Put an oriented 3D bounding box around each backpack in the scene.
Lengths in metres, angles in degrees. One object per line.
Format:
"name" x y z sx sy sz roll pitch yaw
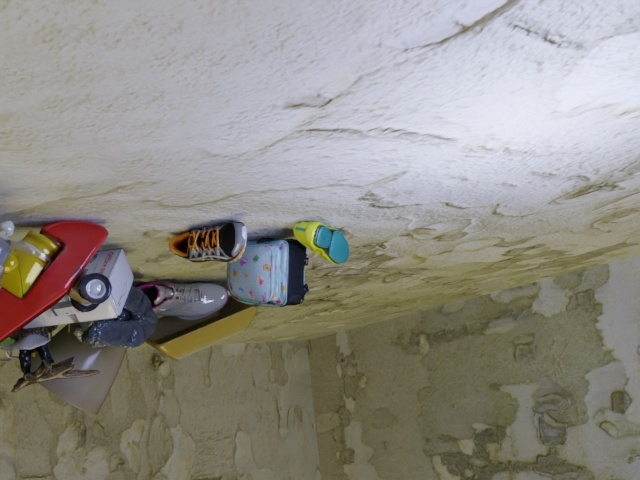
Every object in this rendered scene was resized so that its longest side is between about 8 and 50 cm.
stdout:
"backpack" -0.138 0.076 1.550 0.188 0.166 0.144 -1 179 40

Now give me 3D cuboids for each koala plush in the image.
"koala plush" -0.589 0.210 1.817 0.221 0.196 0.203 -4 158 37

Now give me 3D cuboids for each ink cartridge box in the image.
"ink cartridge box" -0.550 0.106 1.479 0.218 0.158 0.092 -6 123 2

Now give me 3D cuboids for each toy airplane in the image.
"toy airplane" -0.609 0.097 1.189 0.386 0.272 0.384 -33 -174 15

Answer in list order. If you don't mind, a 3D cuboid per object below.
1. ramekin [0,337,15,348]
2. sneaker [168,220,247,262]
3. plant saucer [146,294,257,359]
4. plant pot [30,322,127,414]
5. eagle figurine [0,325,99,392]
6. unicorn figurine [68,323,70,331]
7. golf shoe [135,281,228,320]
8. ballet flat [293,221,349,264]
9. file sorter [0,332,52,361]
"ramekin" -0.894 0.205 1.769 0.303 0.148 0.303 -6 167 -1
"sneaker" -0.238 0.007 1.400 0.215 0.084 0.083 -17 158 40
"plant saucer" -0.390 0.275 2.068 0.333 0.081 0.333 -20 -169 -27
"plant pot" -0.689 0.328 1.957 0.256 0.274 0.256 30 165 9
"eagle figurine" -0.681 0.201 1.565 0.225 0.298 0.226 -32 151 24
"unicorn figurine" -0.702 0.159 1.769 0.060 0.162 0.111 -44 -175 -30
"golf shoe" -0.426 0.175 1.957 0.306 0.115 0.140 -5 163 -11
"ballet flat" 0.000 0.000 1.532 0.077 0.077 0.231 11 171 22
"file sorter" -0.977 0.280 2.000 0.278 0.173 0.193 -7 167 -1
